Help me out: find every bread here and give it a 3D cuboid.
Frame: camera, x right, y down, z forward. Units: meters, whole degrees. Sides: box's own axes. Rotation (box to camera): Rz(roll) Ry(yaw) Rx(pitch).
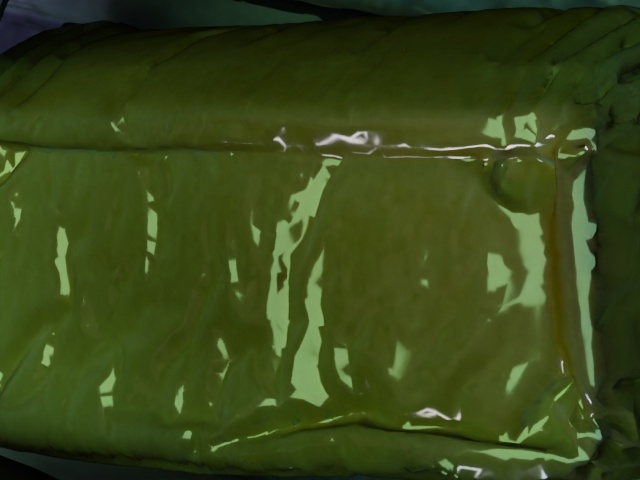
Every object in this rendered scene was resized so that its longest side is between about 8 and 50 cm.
[{"bbox_3d":[0.000,0.000,0.628,0.288,0.119,0.152,1,97,31],"label":"bread"}]

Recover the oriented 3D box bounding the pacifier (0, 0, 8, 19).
[{"bbox_3d":[-0.031,-0.172,0.624,0.207,0.227,0.279,19,107,-14],"label":"pacifier"}]

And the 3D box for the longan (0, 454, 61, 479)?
[{"bbox_3d":[-0.121,0.211,0.616,0.288,0.288,0.350,-43,78,25],"label":"longan"}]
